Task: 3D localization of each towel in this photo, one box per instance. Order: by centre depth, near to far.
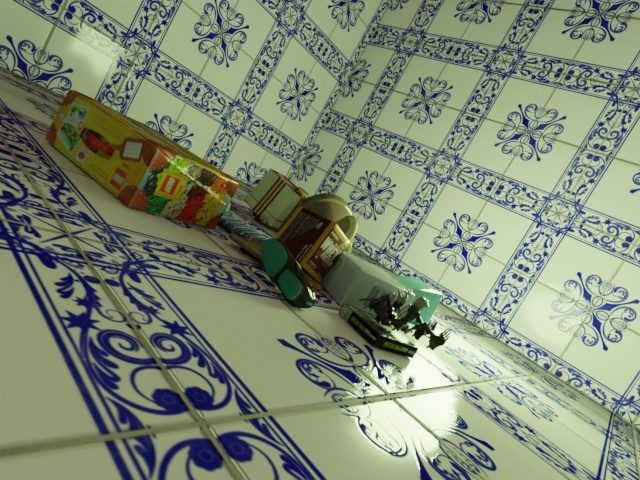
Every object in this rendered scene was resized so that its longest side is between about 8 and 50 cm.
[{"bbox_3d":[-0.363,-0.070,1.678,0.336,0.040,0.243,32,4,3],"label":"towel"}]

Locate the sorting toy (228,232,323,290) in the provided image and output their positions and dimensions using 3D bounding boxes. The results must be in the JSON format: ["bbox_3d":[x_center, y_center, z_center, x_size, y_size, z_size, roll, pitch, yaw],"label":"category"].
[{"bbox_3d":[-0.146,0.081,1.413,0.307,0.041,0.229,33,3,24],"label":"sorting toy"}]

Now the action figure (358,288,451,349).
[{"bbox_3d":[0.252,0.213,1.265,0.275,0.141,0.164,32,5,-21],"label":"action figure"}]

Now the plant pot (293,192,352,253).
[{"bbox_3d":[0.035,-0.034,2.123,0.323,0.323,0.280,27,22,-26],"label":"plant pot"}]

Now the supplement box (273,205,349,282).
[{"bbox_3d":[-0.039,0.012,1.530,0.194,0.191,0.129,28,-15,40],"label":"supplement box"}]

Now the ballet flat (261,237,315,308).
[{"bbox_3d":[-0.093,0.101,1.219,0.096,0.095,0.280,38,13,-41],"label":"ballet flat"}]

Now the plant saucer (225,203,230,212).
[{"bbox_3d":[-0.503,-0.264,1.924,0.317,0.044,0.317,55,3,-5],"label":"plant saucer"}]

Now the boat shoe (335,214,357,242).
[{"bbox_3d":[0.024,0.005,1.693,0.098,0.302,0.109,18,40,-41],"label":"boat shoe"}]

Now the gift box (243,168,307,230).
[{"bbox_3d":[-0.224,-0.187,2.252,0.276,0.258,0.255,47,11,22],"label":"gift box"}]

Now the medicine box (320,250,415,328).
[{"bbox_3d":[0.153,0.163,1.579,0.263,0.149,0.289,27,6,-27],"label":"medicine box"}]

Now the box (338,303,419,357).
[{"bbox_3d":[0.173,0.271,1.279,0.184,0.045,0.190,28,5,-38],"label":"box"}]

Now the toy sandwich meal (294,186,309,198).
[{"bbox_3d":[-0.094,-0.238,2.130,0.085,0.029,0.085,41,13,-12],"label":"toy sandwich meal"}]

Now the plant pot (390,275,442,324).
[{"bbox_3d":[0.367,0.249,1.848,0.234,0.166,0.165,18,11,-34],"label":"plant pot"}]

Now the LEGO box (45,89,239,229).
[{"bbox_3d":[-0.583,-0.262,1.416,0.500,0.193,0.372,33,7,27],"label":"LEGO box"}]
